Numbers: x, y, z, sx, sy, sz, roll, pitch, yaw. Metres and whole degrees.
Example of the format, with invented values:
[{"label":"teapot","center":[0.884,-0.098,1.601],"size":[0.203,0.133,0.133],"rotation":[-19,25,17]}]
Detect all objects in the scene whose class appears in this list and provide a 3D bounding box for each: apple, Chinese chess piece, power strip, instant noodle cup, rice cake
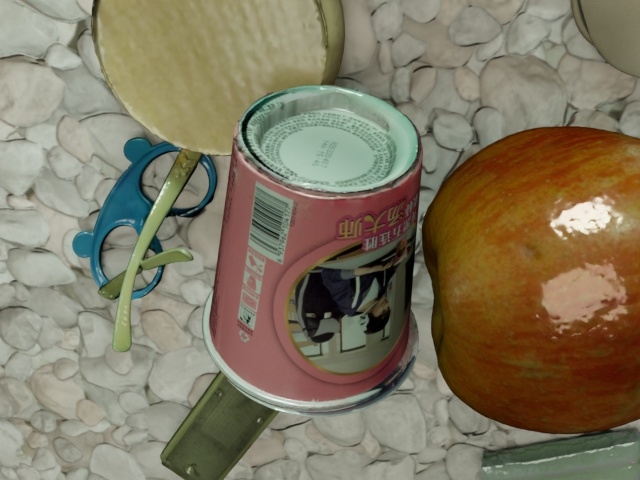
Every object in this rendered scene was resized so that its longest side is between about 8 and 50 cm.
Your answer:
[{"label":"apple","center":[0.218,0.045,0.721],"size":[0.302,0.301,0.301],"rotation":[4,116,8]},{"label":"Chinese chess piece","center":[-0.101,-0.205,0.765],"size":[0.250,0.103,0.249],"rotation":[4,117,7]},{"label":"power strip","center":[-0.084,0.181,0.974],"size":[0.092,0.066,0.387],"rotation":[34,119,-5]},{"label":"instant noodle cup","center":[0.000,0.000,0.738],"size":[0.244,0.244,0.255],"rotation":[11,132,4]},{"label":"rice cake","center":[0.314,0.331,0.990],"size":[0.198,0.037,0.189],"rotation":[-7,114,12]}]

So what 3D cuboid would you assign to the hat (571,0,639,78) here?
[{"label":"hat","center":[0.306,-0.250,0.658],"size":[0.220,0.164,0.226],"rotation":[-17,93,17]}]

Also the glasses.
[{"label":"glasses","center":[-0.187,0.021,0.868],"size":[0.102,0.207,0.239],"rotation":[14,126,-39]}]
